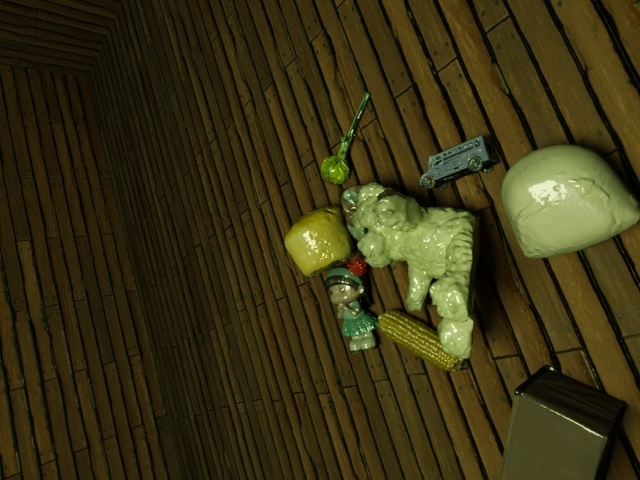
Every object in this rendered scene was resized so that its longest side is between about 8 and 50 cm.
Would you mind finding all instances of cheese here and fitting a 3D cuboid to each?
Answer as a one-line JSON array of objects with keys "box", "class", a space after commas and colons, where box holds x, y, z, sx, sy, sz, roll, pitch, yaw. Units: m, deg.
[{"box": [0.429, -0.078, 0.768, 0.198, 0.154, 0.189, -29, 94, 39], "class": "cheese"}]

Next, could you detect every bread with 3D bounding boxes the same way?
[{"box": [0.000, -0.003, 1.189, 0.197, 0.197, 0.170, -32, 86, 42], "class": "bread"}]

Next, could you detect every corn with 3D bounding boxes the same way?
[{"box": [0.241, 0.240, 1.048, 0.238, 0.080, 0.080, 27, 113, 37], "class": "corn"}]

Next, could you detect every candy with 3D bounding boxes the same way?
[{"box": [0.075, -0.274, 1.163, 0.073, 0.077, 0.262, 45, 117, 50], "class": "candy"}]

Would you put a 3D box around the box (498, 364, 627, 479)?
[{"box": [0.443, 0.397, 0.794, 0.153, 0.188, 0.252, 17, 104, 42], "class": "box"}]

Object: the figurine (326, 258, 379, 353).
[{"box": [0.097, 0.176, 1.166, 0.138, 0.110, 0.245, -19, 84, 34], "class": "figurine"}]

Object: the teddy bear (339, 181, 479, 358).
[{"box": [0.161, 0.038, 0.950, 0.362, 0.375, 0.327, 3, 138, 25], "class": "teddy bear"}]

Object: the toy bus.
[{"box": [0.298, -0.167, 0.946, 0.167, 0.073, 0.076, -19, 79, 41], "class": "toy bus"}]
